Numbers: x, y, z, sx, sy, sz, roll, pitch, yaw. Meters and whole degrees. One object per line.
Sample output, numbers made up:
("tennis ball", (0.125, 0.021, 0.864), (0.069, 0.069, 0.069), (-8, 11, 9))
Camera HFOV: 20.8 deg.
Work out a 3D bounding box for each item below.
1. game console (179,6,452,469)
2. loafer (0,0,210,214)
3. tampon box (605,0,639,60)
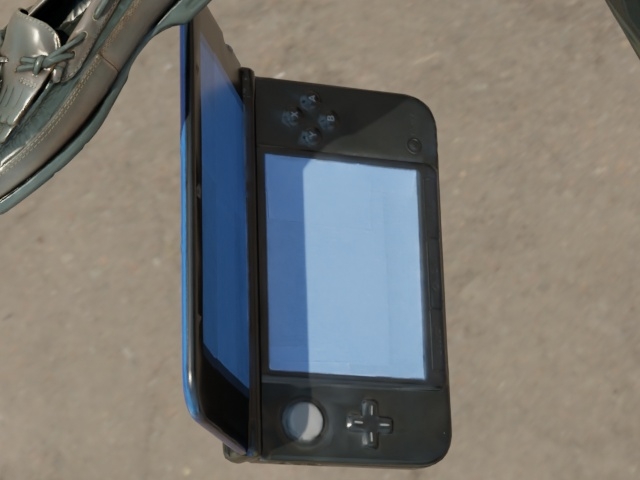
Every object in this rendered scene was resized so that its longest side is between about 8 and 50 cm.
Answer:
("game console", (0.000, 0.000, 1.210), (0.173, 0.250, 0.293), (143, 128, -63))
("loafer", (-0.149, -0.129, 1.027), (0.096, 0.267, 0.084), (29, 163, 46))
("tampon box", (0.123, -0.114, 0.417), (0.161, 0.101, 0.120), (58, 147, -4))
